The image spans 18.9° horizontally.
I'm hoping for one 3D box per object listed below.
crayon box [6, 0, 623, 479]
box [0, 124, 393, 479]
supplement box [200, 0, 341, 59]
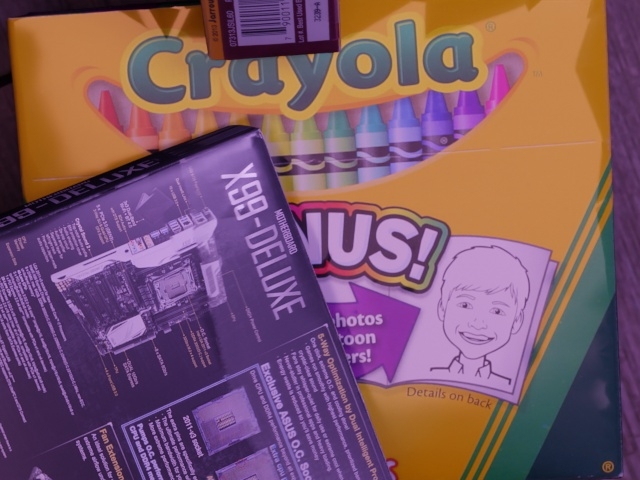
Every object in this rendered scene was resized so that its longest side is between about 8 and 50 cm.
[{"bbox_3d":[0.000,0.000,1.216,0.363,0.106,0.313,-4,100,0],"label":"crayon box"},{"bbox_3d":[-0.098,0.117,1.108,0.242,0.076,0.307,-24,100,-16],"label":"box"},{"bbox_3d":[-0.033,-0.210,1.129,0.081,0.188,0.104,-3,144,-1],"label":"supplement box"}]
